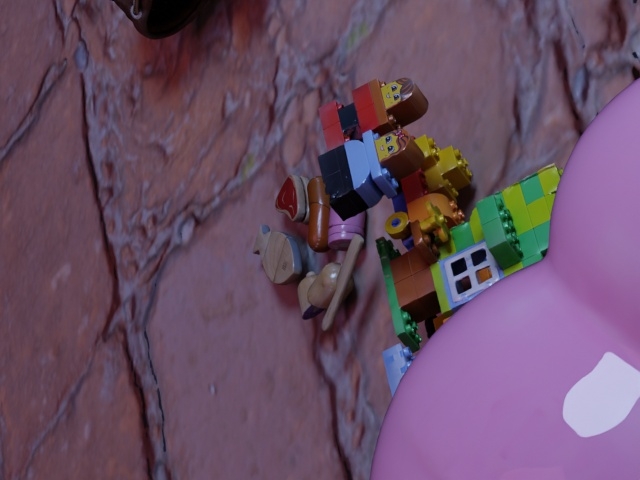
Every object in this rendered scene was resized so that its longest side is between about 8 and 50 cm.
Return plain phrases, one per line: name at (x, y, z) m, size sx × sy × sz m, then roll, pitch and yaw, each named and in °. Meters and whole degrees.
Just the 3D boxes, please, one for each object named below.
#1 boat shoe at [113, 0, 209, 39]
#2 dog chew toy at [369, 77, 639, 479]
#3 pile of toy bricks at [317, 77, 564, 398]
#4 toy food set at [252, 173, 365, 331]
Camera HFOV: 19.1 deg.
boat shoe at (-0.052, -0.207, 1.118) m, size 0.257 × 0.095 × 0.095 m, roll -44°, pitch 62°, yaw 52°
dog chew toy at (0.155, 0.028, 0.645) m, size 0.332 × 0.206 × 0.206 m, roll -63°, pitch 37°, yaw 14°
pile of toy bricks at (0.078, 0.002, 0.862) m, size 0.105 × 0.118 × 0.212 m, roll -27°, pitch 45°, yaw 15°
toy food set at (0.000, 0.000, 1.045) m, size 0.078 × 0.019 × 0.122 m, roll -69°, pitch 27°, yaw 18°
